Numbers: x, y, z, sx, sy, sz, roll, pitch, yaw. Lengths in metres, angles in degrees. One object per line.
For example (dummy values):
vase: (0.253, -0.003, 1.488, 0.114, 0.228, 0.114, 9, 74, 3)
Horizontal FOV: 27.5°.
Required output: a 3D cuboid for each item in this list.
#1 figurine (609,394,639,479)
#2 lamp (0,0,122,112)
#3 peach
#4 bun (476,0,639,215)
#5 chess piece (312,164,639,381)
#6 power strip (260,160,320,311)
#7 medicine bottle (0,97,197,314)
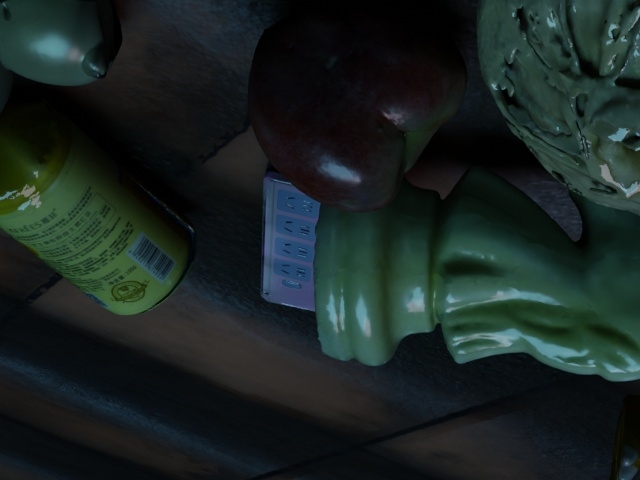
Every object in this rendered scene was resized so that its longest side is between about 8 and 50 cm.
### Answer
figurine: (0.448, 0.169, 1.093, 0.387, 0.268, 0.401, 12, 149, 12)
lamp: (-0.275, -0.155, 0.951, 0.244, 0.197, 0.197, -10, 151, -1)
peach: (0.016, -0.103, 0.934, 0.152, 0.152, 0.152, 12, 153, 6)
bun: (0.212, -0.094, 0.783, 0.287, 0.146, 0.287, 30, 158, 13)
chess piece: (0.150, 0.019, 1.025, 0.298, 0.175, 0.175, 3, 152, 11)
power strip: (0.000, 0.000, 1.240, 0.109, 0.037, 0.279, 13, 153, 3)
medicine bottle: (-0.227, -0.032, 1.211, 0.124, 0.124, 0.239, -4, 147, 33)
